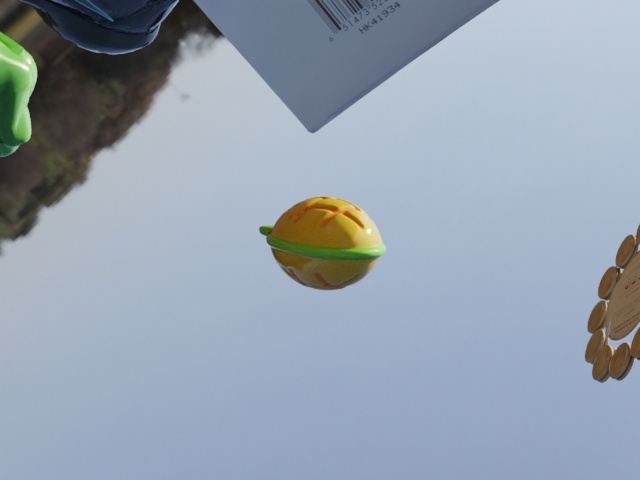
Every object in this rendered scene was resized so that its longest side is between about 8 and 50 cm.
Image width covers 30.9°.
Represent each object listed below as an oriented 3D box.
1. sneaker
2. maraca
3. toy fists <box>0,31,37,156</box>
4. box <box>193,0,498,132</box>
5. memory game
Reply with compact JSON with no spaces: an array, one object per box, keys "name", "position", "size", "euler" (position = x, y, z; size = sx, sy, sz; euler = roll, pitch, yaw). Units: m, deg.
[{"name":"sneaker","position":[-0.193,-0.200,0.723],"size":[0.106,0.267,0.101],"euler":[-27,-115,41]},{"name":"maraca","position":[0.000,0.000,1.261],"size":[0.186,0.127,0.099],"euler":[-152,-111,-71]},{"name":"toy fists","position":[-0.191,-0.123,0.552],"size":[0.096,0.142,0.279],"euler":[22,-77,33]},{"name":"box","position":[0.017,-0.282,1.012],"size":[0.215,0.168,0.345],"euler":[-34,-152,17]},{"name":"memory game","position":[0.301,0.050,1.101],"size":[0.186,0.012,0.186],"euler":[-157,-90,-83]}]
